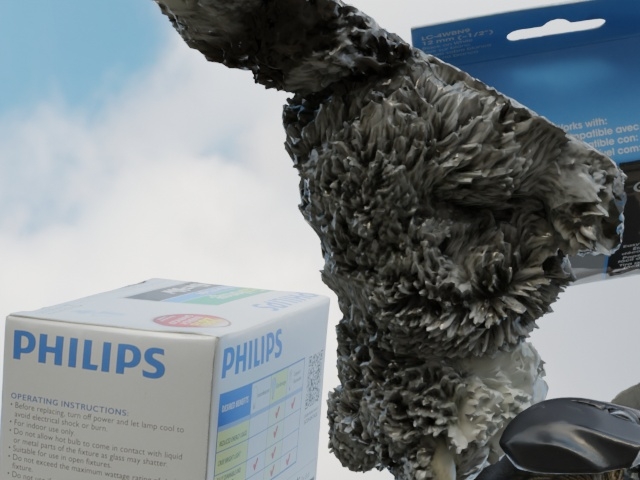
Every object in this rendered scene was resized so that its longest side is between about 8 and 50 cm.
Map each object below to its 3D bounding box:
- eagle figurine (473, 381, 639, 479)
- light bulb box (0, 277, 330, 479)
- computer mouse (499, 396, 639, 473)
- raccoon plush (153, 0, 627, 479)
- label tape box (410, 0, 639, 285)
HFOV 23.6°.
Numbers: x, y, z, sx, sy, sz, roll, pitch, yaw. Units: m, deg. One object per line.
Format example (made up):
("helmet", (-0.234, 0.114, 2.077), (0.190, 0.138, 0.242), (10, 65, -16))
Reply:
("eagle figurine", (0.297, 0.251, 1.533), (0.226, 0.225, 0.298), (48, -9, -12))
("light bulb box", (-0.154, 0.238, 1.573), (0.225, 0.358, 0.361), (6, -84, 17))
("computer mouse", (0.228, 0.120, 0.983), (0.242, 0.071, 0.041), (-5, -84, 26))
("raccoon plush", (0.000, 0.000, 1.081), (0.446, 0.216, 0.299), (29, -85, -12))
("label tape box", (0.216, -0.074, 1.373), (0.249, 0.115, 0.348), (-9, -26, 2))
